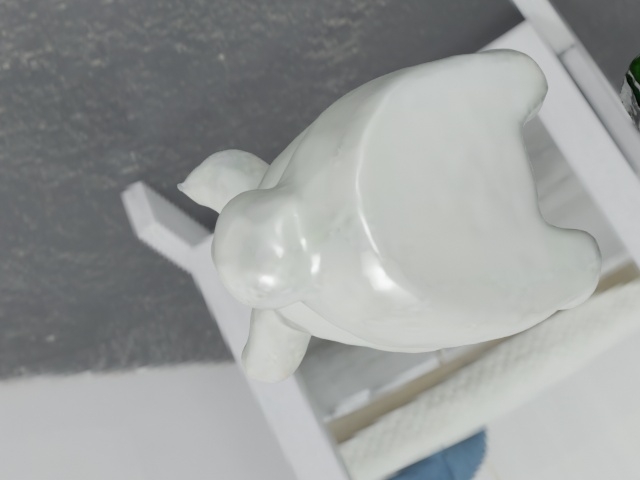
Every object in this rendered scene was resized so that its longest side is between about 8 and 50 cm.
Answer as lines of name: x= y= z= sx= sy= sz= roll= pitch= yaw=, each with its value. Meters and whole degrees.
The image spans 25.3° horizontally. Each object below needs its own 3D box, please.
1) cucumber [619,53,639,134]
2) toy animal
cucumber: x=0.284 y=-0.088 z=0.903 sx=0.191 sy=0.130 sz=0.191 roll=-22 pitch=150 yaw=-13
toy animal: x=0.010 y=-0.002 z=1.015 sx=0.241 sy=0.196 sz=0.367 roll=-12 pitch=177 yaw=-20
